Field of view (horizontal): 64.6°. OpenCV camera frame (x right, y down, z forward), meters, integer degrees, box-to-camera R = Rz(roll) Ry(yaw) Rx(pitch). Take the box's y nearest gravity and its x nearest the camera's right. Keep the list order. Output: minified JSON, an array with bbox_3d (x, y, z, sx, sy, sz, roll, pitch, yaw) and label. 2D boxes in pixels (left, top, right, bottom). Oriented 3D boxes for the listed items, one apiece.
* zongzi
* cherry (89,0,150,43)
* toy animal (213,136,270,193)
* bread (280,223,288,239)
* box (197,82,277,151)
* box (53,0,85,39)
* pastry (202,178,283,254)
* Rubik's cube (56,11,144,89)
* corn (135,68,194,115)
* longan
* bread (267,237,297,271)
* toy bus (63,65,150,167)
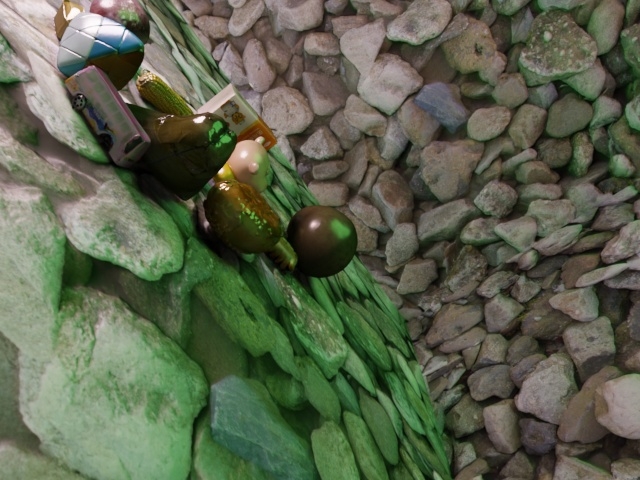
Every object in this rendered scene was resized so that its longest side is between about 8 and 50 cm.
[{"bbox_3d":[-0.440,-0.325,1.456,0.393,0.356,0.174,49,55,-13],"label":"zongzi"},{"bbox_3d":[-0.744,-0.816,1.886,0.213,0.183,0.266,46,28,-5],"label":"cherry"},{"bbox_3d":[-0.304,-0.309,2.109,0.277,0.247,0.345,49,13,-38],"label":"toy animal"},{"bbox_3d":[-0.211,-0.056,2.253,0.156,0.064,0.117,50,8,-24],"label":"bread"},{"bbox_3d":[-0.398,-0.548,2.459,0.341,0.225,0.143,46,13,-38],"label":"box"},{"bbox_3d":[-0.769,-0.679,1.582,0.111,0.111,0.177,40,19,-54],"label":"box"},{"bbox_3d":[-0.272,-0.066,1.708,0.284,0.184,0.316,51,11,9],"label":"pastry"},{"bbox_3d":[-0.659,-0.563,1.526,0.254,0.254,0.254,53,11,-15],"label":"Rubik's cube"},{"bbox_3d":[-0.593,-0.537,1.946,0.106,0.106,0.293,62,8,28],"label":"corn"},{"bbox_3d":[0.000,0.000,2.302,0.361,0.361,0.361,53,11,-15],"label":"longan"},{"bbox_3d":[-0.173,0.040,2.092,0.225,0.081,0.134,53,16,-23],"label":"bread"},{"bbox_3d":[-0.582,-0.339,1.392,0.274,0.112,0.090,56,4,1],"label":"toy bus"}]
